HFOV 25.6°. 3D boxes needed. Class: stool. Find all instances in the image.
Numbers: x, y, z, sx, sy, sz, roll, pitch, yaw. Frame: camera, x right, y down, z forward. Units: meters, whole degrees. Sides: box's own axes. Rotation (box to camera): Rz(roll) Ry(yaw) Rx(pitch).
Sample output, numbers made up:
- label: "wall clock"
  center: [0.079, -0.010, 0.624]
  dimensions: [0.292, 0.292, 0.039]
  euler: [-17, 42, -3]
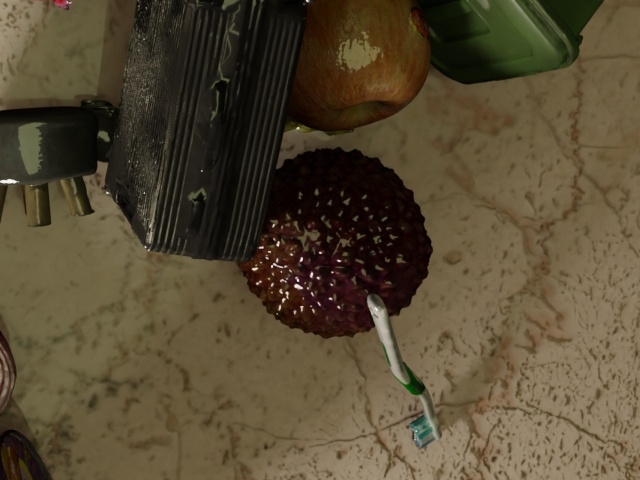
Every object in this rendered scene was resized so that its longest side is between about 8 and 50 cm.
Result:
- label: "stool"
  center: [-0.324, -0.095, 1.702]
  dimensions: [0.228, 0.153, 0.139]
  euler: [-6, 100, -14]

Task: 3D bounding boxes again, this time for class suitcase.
- label: "suitcase"
  center: [-0.129, -0.164, 1.600]
  dimensions: [0.152, 0.229, 0.335]
  euler: [5, 110, -23]

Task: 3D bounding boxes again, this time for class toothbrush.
- label: "toothbrush"
  center: [0.111, 0.170, 1.793]
  dimensions: [0.040, 0.042, 0.418]
  euler: [-31, 148, -7]

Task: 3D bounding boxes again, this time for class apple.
- label: "apple"
  center: [0.029, -0.235, 1.696]
  dimensions: [0.211, 0.211, 0.188]
  euler: [-9, 79, -14]

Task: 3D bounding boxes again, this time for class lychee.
- label: "lychee"
  center: [0.000, 0.000, 1.737]
  dimensions: [0.271, 0.271, 0.271]
  euler: [-2, 100, -15]

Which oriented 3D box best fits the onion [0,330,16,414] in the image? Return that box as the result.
- label: "onion"
  center: [-0.521, 0.173, 1.709]
  dimensions: [0.283, 0.120, 0.227]
  euler: [-42, 109, -9]

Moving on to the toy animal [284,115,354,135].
- label: "toy animal"
  center: [-0.042, -0.207, 1.813]
  dimensions: [0.136, 0.073, 0.181]
  euler: [-20, 91, -20]

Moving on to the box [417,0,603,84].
- label: "box"
  center: [0.205, -0.336, 1.727]
  dimensions: [0.178, 0.328, 0.253]
  euler: [-46, 108, -13]

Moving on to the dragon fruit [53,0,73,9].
- label: "dragon fruit"
  center: [-0.292, -0.368, 1.653]
  dimensions: [0.147, 0.282, 0.211]
  euler: [48, 50, -38]

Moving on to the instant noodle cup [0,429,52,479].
- label: "instant noodle cup"
  center: [-0.446, 0.424, 1.684]
  dimensions: [0.266, 0.340, 0.340]
  euler: [-18, 103, 0]
